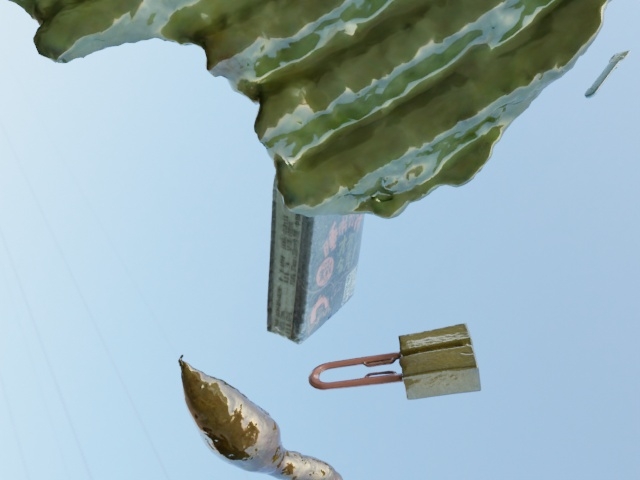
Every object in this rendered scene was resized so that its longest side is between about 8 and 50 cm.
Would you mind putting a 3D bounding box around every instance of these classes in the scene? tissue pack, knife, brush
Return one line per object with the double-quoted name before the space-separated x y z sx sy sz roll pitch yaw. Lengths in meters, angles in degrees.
"tissue pack" 0.000 0.000 1.311 0.103 0.228 0.316 17 -62 22
"knife" 0.384 -0.222 0.974 0.096 0.010 0.027 -48 -158 -18
"brush" 0.098 0.177 1.001 0.233 0.047 0.103 -11 -155 7

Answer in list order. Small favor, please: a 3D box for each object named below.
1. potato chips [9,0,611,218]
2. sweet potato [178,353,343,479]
"potato chips" 0.013 -0.230 0.384 0.389 0.373 0.097 -55 -176 15
"sweet potato" -0.075 0.232 0.832 0.074 0.269 0.075 -37 -155 21
